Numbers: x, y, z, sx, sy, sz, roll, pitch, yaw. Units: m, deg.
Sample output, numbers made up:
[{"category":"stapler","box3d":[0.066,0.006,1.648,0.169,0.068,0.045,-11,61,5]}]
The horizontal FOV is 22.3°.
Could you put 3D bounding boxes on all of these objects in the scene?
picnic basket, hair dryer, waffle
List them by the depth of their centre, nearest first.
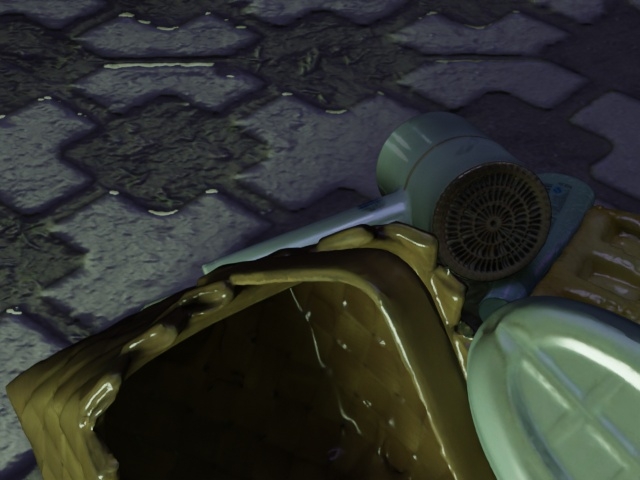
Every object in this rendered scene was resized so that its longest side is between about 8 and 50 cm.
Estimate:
[{"category":"picnic basket","box3d":[-0.007,0.130,1.007,0.291,0.254,0.321,-28,13,-32]},{"category":"waffle","box3d":[0.250,0.068,1.310,0.168,0.057,0.274,19,41,22]},{"category":"hair dryer","box3d":[0.000,0.000,1.365,0.357,0.107,0.173,-19,22,-8]}]

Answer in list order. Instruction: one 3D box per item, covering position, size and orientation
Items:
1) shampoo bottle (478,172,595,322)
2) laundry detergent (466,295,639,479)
[{"category":"shampoo bottle","box3d":[0.181,0.007,1.401,0.069,0.041,0.191,13,39,17]},{"category":"laundry detergent","box3d":[0.209,0.161,0.947,0.125,0.398,0.264,-46,71,2]}]
